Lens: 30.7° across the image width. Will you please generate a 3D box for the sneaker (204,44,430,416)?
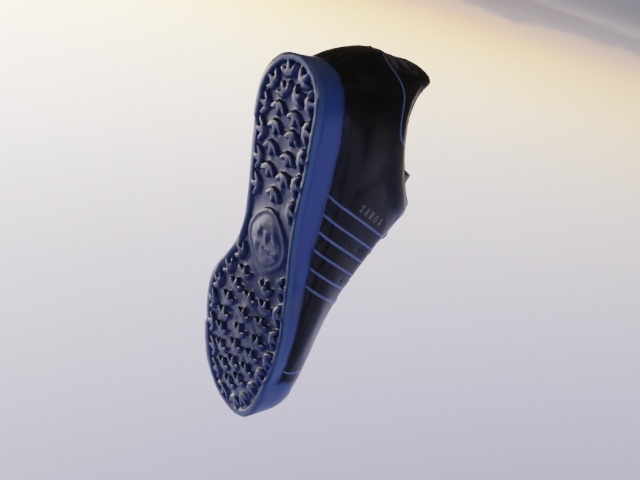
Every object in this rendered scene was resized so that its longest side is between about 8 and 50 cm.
[{"bbox_3d":[0.000,0.000,0.664,0.090,0.232,0.081,-8,-142,-36],"label":"sneaker"}]
